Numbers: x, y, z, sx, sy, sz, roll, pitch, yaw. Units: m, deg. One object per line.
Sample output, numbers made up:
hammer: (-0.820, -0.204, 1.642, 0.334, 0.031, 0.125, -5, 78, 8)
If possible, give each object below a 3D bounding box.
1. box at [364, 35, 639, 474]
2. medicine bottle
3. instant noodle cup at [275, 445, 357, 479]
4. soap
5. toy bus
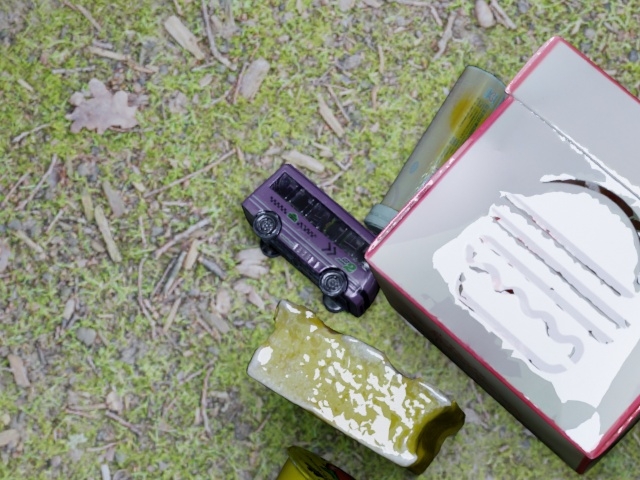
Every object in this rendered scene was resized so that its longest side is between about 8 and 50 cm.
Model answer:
box: (0.261, 0.031, 1.605, 0.314, 0.312, 0.300, 42, 87, 13)
medicine bottle: (0.136, -0.092, 1.766, 0.074, 0.074, 0.218, 30, 81, 11)
instant noodle cup: (-0.002, 0.329, 1.648, 0.182, 0.182, 0.144, 36, 94, 12)
soap: (0.042, 0.159, 1.598, 0.199, 0.315, 0.091, 32, 85, 10)
toy bus: (0.000, 0.000, 1.752, 0.178, 0.087, 0.098, 41, 79, 14)
